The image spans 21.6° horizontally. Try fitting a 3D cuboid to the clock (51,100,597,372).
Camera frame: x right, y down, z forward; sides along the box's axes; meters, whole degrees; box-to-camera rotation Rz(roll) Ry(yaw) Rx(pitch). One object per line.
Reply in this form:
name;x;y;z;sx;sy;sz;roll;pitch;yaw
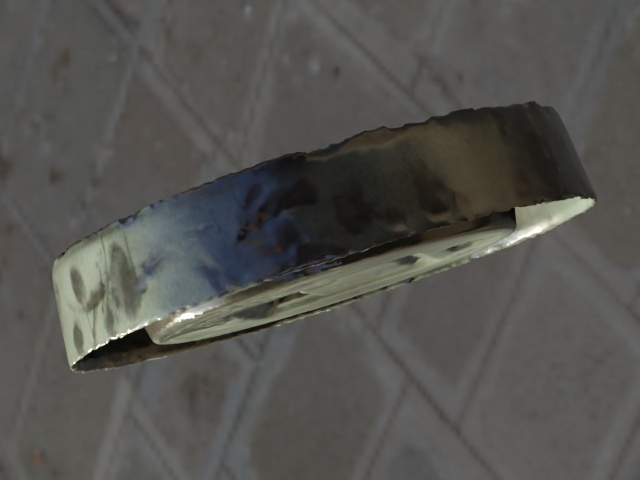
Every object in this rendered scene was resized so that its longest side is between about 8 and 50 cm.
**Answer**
clock;0.000;0.000;0.655;0.215;0.215;0.042;-26;79;54
